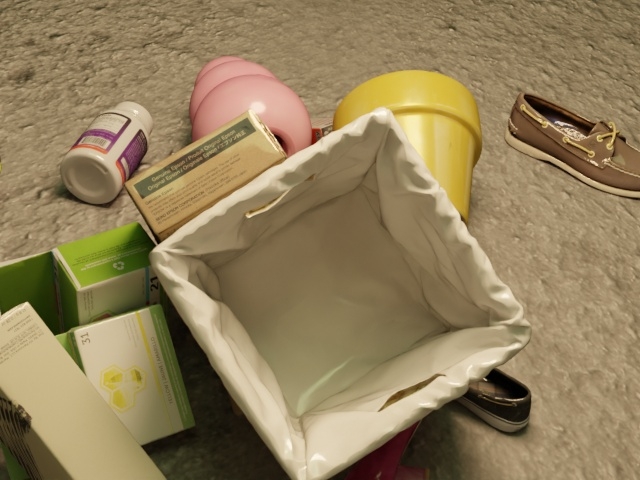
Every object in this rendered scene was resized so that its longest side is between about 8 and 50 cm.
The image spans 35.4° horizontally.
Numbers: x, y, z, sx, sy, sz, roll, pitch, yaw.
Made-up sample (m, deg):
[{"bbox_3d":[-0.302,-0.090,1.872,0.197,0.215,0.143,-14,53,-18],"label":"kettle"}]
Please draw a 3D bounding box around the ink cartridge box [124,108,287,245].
[{"bbox_3d":[-0.146,-0.059,1.356,0.193,0.234,0.088,-33,78,-10],"label":"ink cartridge box"}]

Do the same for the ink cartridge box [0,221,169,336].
[{"bbox_3d":[-0.340,0.106,1.355,0.255,0.188,0.097,-21,48,-28],"label":"ink cartridge box"}]

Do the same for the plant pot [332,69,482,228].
[{"bbox_3d":[0.151,-0.111,1.663,0.254,0.254,0.239,1,56,-7],"label":"plant pot"}]

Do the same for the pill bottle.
[{"bbox_3d":[-0.361,-0.158,1.728,0.108,0.108,0.193,13,40,7],"label":"pill bottle"}]

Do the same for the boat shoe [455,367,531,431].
[{"bbox_3d":[0.200,0.186,1.427,0.228,0.076,0.080,33,46,27],"label":"boat shoe"}]

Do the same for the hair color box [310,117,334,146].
[{"bbox_3d":[-0.010,-0.195,1.827,0.072,0.043,0.141,-23,18,-31],"label":"hair color box"}]

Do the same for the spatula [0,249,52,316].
[{"bbox_3d":[-0.476,0.079,1.483,0.242,0.019,0.168,-12,38,-12],"label":"spatula"}]

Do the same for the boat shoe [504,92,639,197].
[{"bbox_3d":[0.507,-0.183,1.897,0.324,0.096,0.116,28,44,23],"label":"boat shoe"}]

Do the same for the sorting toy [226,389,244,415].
[{"bbox_3d":[-0.042,0.166,1.451,0.208,0.038,0.193,-10,43,-13],"label":"sorting toy"}]

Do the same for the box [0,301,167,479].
[{"bbox_3d":[-0.314,0.217,1.185,0.275,0.113,0.094,52,50,-1],"label":"box"}]

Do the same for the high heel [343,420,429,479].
[{"bbox_3d":[0.078,0.245,1.338,0.117,0.082,0.244,11,52,-10],"label":"high heel"}]

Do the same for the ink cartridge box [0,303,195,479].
[{"bbox_3d":[-0.296,0.195,1.281,0.235,0.171,0.056,-16,2,-28],"label":"ink cartridge box"}]

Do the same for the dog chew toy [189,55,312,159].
[{"bbox_3d":[-0.140,-0.225,1.781,0.207,0.206,0.332,-6,34,-15],"label":"dog chew toy"}]

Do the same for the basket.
[{"bbox_3d":[0.019,0.071,1.234,0.328,0.266,0.331,-33,89,-5],"label":"basket"}]
